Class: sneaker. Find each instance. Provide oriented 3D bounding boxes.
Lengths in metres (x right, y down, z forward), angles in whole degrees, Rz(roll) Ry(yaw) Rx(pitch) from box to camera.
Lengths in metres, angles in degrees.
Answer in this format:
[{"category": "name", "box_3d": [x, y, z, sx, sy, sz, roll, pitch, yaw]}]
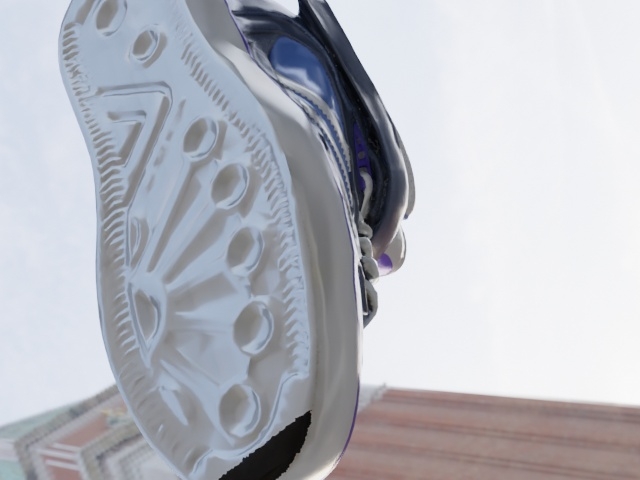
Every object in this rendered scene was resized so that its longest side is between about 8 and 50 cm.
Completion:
[{"category": "sneaker", "box_3d": [0.000, 0.000, 0.632, 0.236, 0.130, 0.323, 26, -148, -47]}]
